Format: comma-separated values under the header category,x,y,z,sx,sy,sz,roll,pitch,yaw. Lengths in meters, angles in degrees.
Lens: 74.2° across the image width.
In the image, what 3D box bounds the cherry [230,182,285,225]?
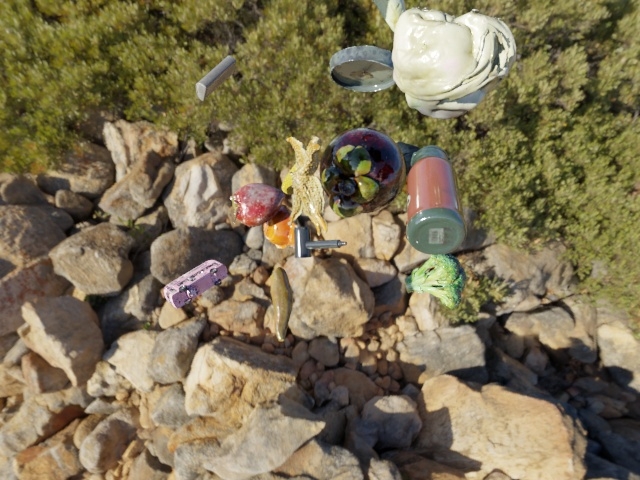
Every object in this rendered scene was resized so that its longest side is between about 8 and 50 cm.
category,x,y,z,sx,sy,sz,roll,pitch,yaw
cherry,-0.272,-0.164,1.884,0.249,0.175,0.192,-21,50,1

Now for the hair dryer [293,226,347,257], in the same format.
category,x,y,z,sx,sy,sz,roll,pitch,yaw
hair dryer,0.000,0.000,1.659,0.255,0.069,0.129,-5,89,37

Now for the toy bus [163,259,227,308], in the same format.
category,x,y,z,sx,sy,sz,roll,pitch,yaw
toy bus,-0.399,0.136,1.359,0.090,0.063,0.203,19,41,41

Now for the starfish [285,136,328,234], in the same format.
category,x,y,z,sx,sy,sz,roll,pitch,yaw
starfish,-0.051,-0.152,1.239,0.084,0.294,0.301,-13,18,-23

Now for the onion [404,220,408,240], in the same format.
category,x,y,z,sx,sy,sz,roll,pitch,yaw
onion,0.529,-0.087,2.069,0.195,0.272,0.272,25,56,4

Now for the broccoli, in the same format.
category,x,y,z,sx,sy,sz,roll,pitch,yaw
broccoli,0.505,0.180,1.850,0.268,0.254,0.269,-11,36,8

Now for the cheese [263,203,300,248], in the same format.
category,x,y,z,sx,sy,sz,roll,pitch,yaw
cheese,-0.161,-0.048,1.956,0.129,0.217,0.329,-5,24,-37

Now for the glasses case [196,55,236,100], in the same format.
category,x,y,z,sx,sy,sz,roll,pitch,yaw
glasses case,-0.368,-0.578,1.501,0.042,0.072,0.191,31,60,3

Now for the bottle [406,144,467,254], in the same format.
category,x,y,z,sx,sy,sz,roll,pitch,yaw
bottle,0.298,-0.129,1.128,0.143,0.144,0.337,8,47,2

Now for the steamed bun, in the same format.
category,x,y,z,sx,sy,sz,roll,pitch,yaw
steamed bun,0.293,-0.389,0.988,0.267,0.208,0.280,17,12,10

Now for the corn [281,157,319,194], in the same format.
category,x,y,z,sx,sy,sz,roll,pitch,yaw
corn,-0.105,-0.307,2.012,0.106,0.293,0.107,15,57,-25

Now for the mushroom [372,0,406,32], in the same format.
category,x,y,z,sx,sy,sz,roll,pitch,yaw
mushroom,0.180,-0.795,1.278,0.107,0.333,0.087,16,61,37

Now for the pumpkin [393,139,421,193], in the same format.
category,x,y,z,sx,sy,sz,roll,pitch,yaw
pumpkin,0.313,-0.288,1.660,0.280,0.190,0.139,28,84,35

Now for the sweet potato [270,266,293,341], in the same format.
category,x,y,z,sx,sy,sz,roll,pitch,yaw
sweet potato,-0.128,0.213,1.424,0.076,0.077,0.244,-5,78,-8

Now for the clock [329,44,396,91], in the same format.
category,x,y,z,sx,sy,sz,roll,pitch,yaw
clock,0.191,-0.730,1.825,0.311,0.312,0.062,5,86,0

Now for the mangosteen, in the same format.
category,x,y,z,sx,sy,sz,roll,pitch,yaw
mangosteen,0.141,-0.223,1.401,0.299,0.301,0.301,2,54,-3
